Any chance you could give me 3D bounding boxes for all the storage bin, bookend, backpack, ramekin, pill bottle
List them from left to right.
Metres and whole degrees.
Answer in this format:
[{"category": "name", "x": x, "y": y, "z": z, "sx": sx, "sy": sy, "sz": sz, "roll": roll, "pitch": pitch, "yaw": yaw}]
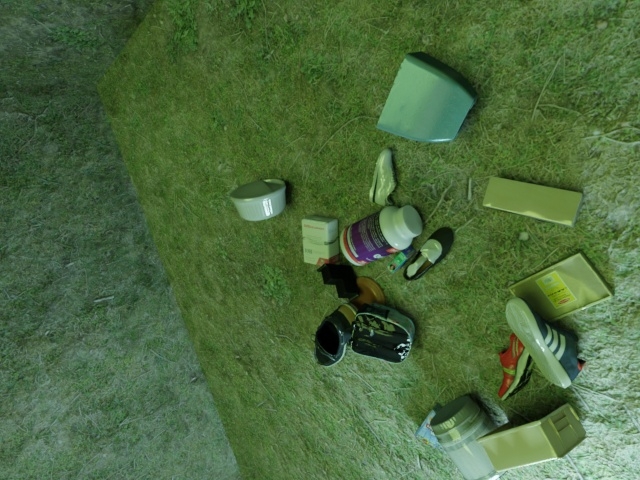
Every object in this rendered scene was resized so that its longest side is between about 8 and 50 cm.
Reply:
[{"category": "ramekin", "x": -0.292, "y": -0.196, "z": 2.061, "sx": 0.273, "sy": 0.273, "sz": 0.127, "roll": 10, "pitch": 123, "yaw": 38}, {"category": "bookend", "x": 0.080, "y": 0.192, "z": 1.907, "sx": 0.072, "sy": 0.156, "sz": 0.157, "roll": -42, "pitch": 53, "yaw": 41}, {"category": "pill bottle", "x": 0.243, "y": -0.024, "z": 1.708, "sx": 0.323, "sy": 0.181, "sz": 0.181, "roll": -26, "pitch": 87, "yaw": 43}, {"category": "backpack", "x": 0.275, "y": 0.399, "z": 1.814, "sx": 0.253, "sy": 0.191, "sz": 0.225, "roll": 16, "pitch": 114, "yaw": 22}, {"category": "storage bin", "x": 0.746, "y": 0.690, "z": 1.483, "sx": 0.262, "sy": 0.260, "sz": 0.123, "roll": -46, "pitch": 57, "yaw": 40}]

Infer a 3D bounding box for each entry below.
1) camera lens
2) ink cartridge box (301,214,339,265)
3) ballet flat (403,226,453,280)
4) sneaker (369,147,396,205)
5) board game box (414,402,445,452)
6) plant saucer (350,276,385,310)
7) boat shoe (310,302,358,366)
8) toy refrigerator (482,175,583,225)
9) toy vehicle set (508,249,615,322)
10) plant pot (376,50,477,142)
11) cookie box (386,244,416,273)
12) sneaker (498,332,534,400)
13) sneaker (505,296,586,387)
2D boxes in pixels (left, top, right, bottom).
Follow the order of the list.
[{"category": "camera lens", "x": 0.595, "y": 0.788, "z": 1.664, "sx": 0.274, "sy": 0.219, "sz": 0.219, "roll": 54, "pitch": 131, "yaw": 12}, {"category": "ink cartridge box", "x": 0.000, "y": 0.000, "z": 1.985, "sx": 0.158, "sy": 0.092, "sz": 0.218, "roll": 11, "pitch": 113, "yaw": 38}, {"category": "ballet flat", "x": 0.416, "y": 0.068, "z": 1.651, "sx": 0.095, "sy": 0.096, "sz": 0.280, "roll": 45, "pitch": 128, "yaw": 20}, {"category": "sneaker", "x": 0.264, "y": -0.253, "z": 1.691, "sx": 0.095, "sy": 0.090, "sz": 0.235, "roll": 17, "pitch": 120, "yaw": 21}, {"category": "board game box", "x": 0.525, "y": 0.821, "z": 1.844, "sx": 0.194, "sy": 0.060, "sz": 0.194, "roll": 23, "pitch": 119, "yaw": 33}, {"category": "plant saucer", "x": 0.204, "y": 0.264, "z": 1.940, "sx": 0.200, "sy": 0.037, "sz": 0.200, "roll": 15, "pitch": 115, "yaw": 37}, {"category": "boat shoe", "x": 0.044, "y": 0.480, "z": 2.043, "sx": 0.187, "sy": 0.156, "sz": 0.500, "roll": 48, "pitch": 142, "yaw": 20}, {"category": "toy refrigerator", "x": 0.678, "y": -0.125, "z": 1.357, "sx": 0.269, "sy": 0.094, "sz": 0.102, "roll": 19, "pitch": 98, "yaw": 34}, {"category": "toy vehicle set", "x": 0.791, "y": 0.166, "z": 1.407, "sx": 0.267, "sy": 0.035, "sz": 0.166, "roll": -40, "pitch": 78, "yaw": 41}, {"category": "plant pot", "x": 0.374, "y": -0.459, "z": 1.418, "sx": 0.252, "sy": 0.248, "sz": 0.247, "roll": 29, "pitch": 123, "yaw": 11}, {"category": "cookie box", "x": 0.332, "y": 0.077, "z": 1.730, "sx": 0.040, "sy": 0.092, "sz": 0.107, "roll": 48, "pitch": 130, "yaw": 14}, {"category": "sneaker", "x": 0.707, "y": 0.460, "z": 1.557, "sx": 0.118, "sy": 0.107, "sz": 0.279, "roll": 35, "pitch": 121, "yaw": 46}, {"category": "sneaker", "x": 0.753, "y": 0.309, "z": 1.401, "sx": 0.350, "sy": 0.148, "sz": 0.131, "roll": 56, "pitch": 172, "yaw": -10}]
